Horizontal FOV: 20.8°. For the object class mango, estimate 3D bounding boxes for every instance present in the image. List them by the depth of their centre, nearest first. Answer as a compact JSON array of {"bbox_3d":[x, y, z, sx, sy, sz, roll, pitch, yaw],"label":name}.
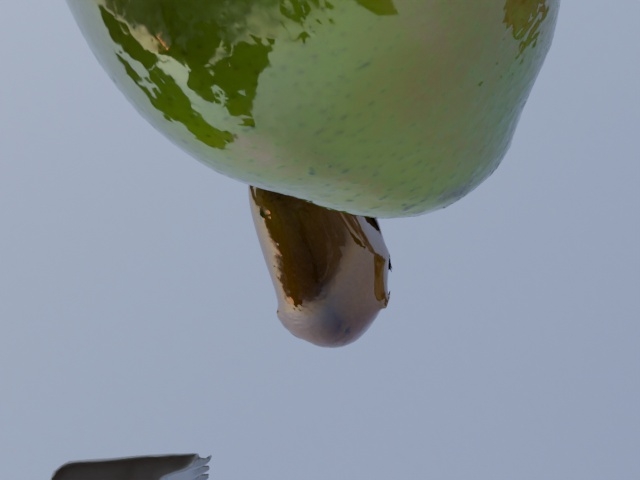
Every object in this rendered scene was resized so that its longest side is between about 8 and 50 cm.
[{"bbox_3d":[0.000,0.000,0.955,0.063,0.127,0.077,-9,-151,28],"label":"mango"}]

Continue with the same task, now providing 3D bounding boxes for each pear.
[{"bbox_3d":[0.004,-0.107,0.641,0.187,0.219,0.187,-34,-149,24],"label":"pear"}]

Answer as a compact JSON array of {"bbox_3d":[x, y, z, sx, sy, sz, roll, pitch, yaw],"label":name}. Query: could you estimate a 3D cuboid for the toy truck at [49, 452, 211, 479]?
[{"bbox_3d":[-0.165,0.135,0.514,0.286,0.136,0.111,-12,-106,-8],"label":"toy truck"}]
